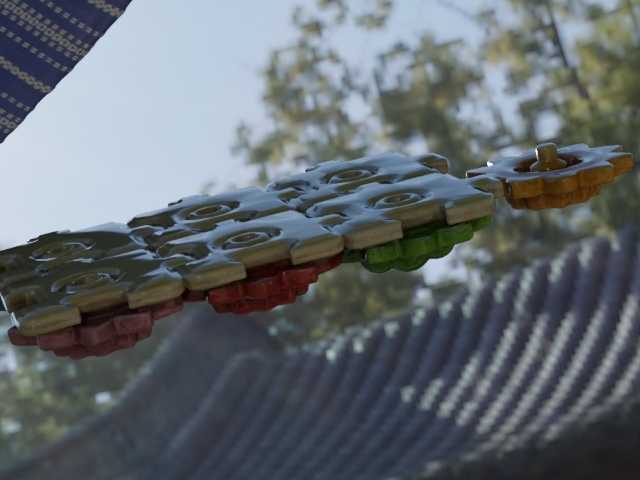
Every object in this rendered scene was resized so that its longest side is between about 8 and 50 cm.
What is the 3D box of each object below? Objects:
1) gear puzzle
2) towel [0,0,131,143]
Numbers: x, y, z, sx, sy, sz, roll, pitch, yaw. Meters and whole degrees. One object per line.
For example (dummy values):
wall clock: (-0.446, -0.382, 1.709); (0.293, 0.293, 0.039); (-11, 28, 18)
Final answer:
gear puzzle: (0.000, 0.000, 1.002); (0.339, 0.044, 0.175); (-15, 14, -14)
towel: (-0.297, -0.133, 1.267); (0.243, 0.040, 0.336); (34, -67, -33)
